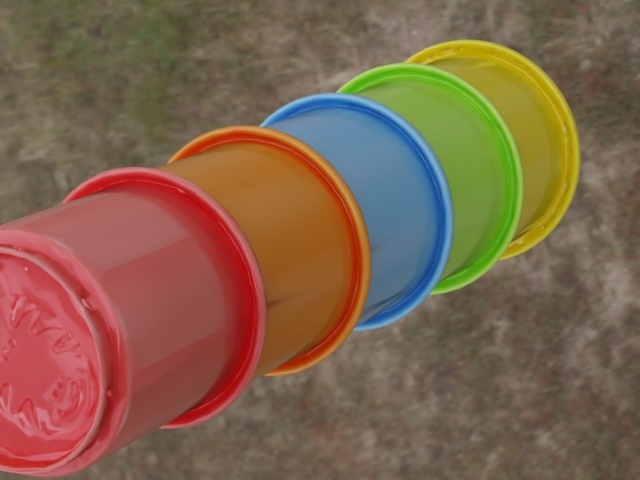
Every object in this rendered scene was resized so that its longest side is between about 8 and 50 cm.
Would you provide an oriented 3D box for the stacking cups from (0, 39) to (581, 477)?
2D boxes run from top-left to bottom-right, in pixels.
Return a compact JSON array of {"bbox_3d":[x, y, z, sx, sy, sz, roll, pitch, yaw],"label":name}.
[{"bbox_3d":[0.000,0.000,0.504,0.096,0.316,0.096,7,106,23],"label":"stacking cups"}]
